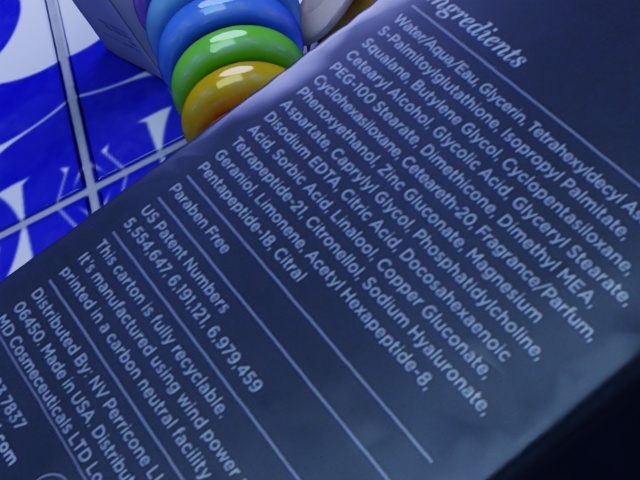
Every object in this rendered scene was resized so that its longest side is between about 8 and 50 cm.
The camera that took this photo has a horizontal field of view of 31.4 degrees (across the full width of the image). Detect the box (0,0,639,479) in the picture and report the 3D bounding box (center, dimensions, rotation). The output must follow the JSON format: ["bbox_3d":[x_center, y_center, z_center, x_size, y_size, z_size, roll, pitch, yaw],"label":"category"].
[{"bbox_3d":[0.071,0.068,0.539,0.395,0.293,0.212,-39,54,-7],"label":"box"}]

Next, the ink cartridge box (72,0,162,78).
[{"bbox_3d":[-0.160,-0.319,0.989,0.211,0.289,0.121,-46,45,-14],"label":"ink cartridge box"}]

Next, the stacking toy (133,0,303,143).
[{"bbox_3d":[-0.063,-0.110,0.857,0.141,0.141,0.330,-20,54,10],"label":"stacking toy"}]

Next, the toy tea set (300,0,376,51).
[{"bbox_3d":[0.104,-0.281,0.975,0.200,0.124,0.336,-24,42,49],"label":"toy tea set"}]
